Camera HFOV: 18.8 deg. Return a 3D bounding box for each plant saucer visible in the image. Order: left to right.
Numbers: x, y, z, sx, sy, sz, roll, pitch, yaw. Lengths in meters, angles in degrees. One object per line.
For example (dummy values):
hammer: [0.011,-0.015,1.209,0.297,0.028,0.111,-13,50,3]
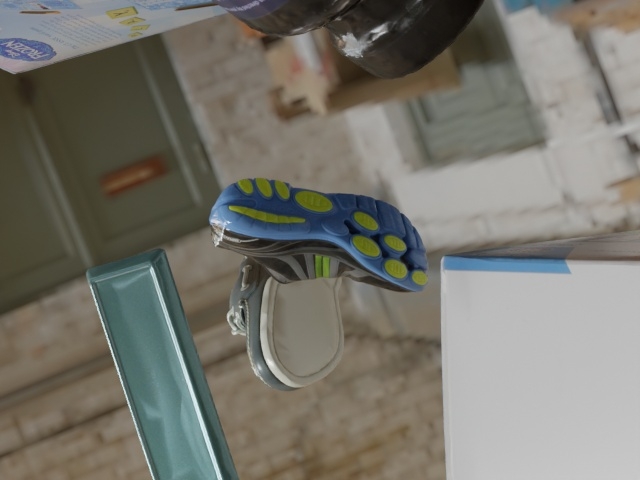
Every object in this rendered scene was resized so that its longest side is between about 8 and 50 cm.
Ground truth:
plant saucer: [-0.119,0.105,1.435,0.067,0.192,0.018,-16,-176,17]

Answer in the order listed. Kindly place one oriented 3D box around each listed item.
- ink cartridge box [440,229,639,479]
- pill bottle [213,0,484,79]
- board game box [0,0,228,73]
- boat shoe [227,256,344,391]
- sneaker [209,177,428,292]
ink cartridge box: [0.240,0.096,1.263,0.198,0.197,0.270,1,-175,43]
pill bottle: [-0.030,-0.164,0.817,0.123,0.219,0.122,-40,-149,30]
board game box: [-0.168,-0.221,1.422,0.318,0.065,0.319,-14,169,17]
boat shoe: [-0.044,0.077,2.085,0.099,0.116,0.319,-34,-158,21]
sneaker: [0.000,0.000,1.549,0.188,0.067,0.078,15,150,-16]
